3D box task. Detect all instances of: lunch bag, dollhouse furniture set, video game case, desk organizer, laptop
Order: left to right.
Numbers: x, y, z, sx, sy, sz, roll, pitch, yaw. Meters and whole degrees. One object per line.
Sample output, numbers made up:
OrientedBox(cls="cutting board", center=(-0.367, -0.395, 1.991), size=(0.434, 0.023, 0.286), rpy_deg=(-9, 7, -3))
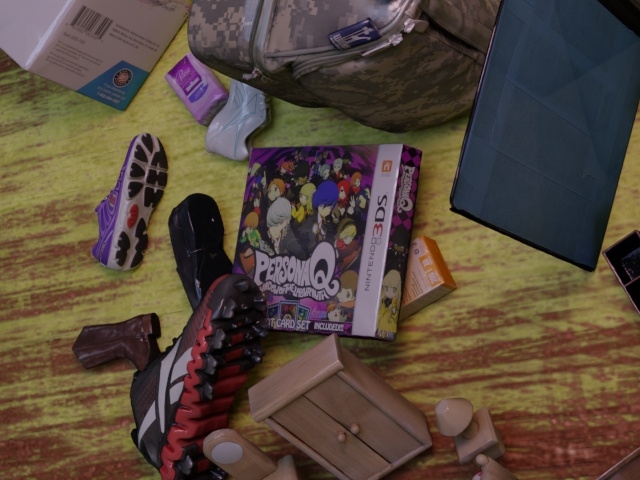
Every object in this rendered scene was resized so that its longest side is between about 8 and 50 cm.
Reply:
OrientedBox(cls="video game case", center=(0.000, 0.000, 1.740), size=(0.232, 0.042, 0.210), rpy_deg=(2, 80, 43))
OrientedBox(cls="dollhouse furniture set", center=(0.028, 0.290, 1.538), size=(0.303, 0.174, 0.355), rpy_deg=(-35, 36, 20))
OrientedBox(cls="lunch bag", center=(0.047, -0.235, 1.639), size=(0.256, 0.305, 0.212), rpy_deg=(12, 87, 31))
OrientedBox(cls="desk organizer", center=(0.335, 0.056, 1.574), size=(0.047, 0.050, 0.130), rpy_deg=(-36, 66, 18))
OrientedBox(cls="laptop", center=(0.332, -0.178, 1.430), size=(0.408, 0.382, 0.236), rpy_deg=(-24, 71, 22))

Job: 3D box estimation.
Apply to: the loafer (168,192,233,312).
OrientedBox(cls="loafer", center=(-0.138, 0.033, 1.838), size=(0.061, 0.062, 0.170), rpy_deg=(-26, 67, 47))

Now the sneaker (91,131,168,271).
OrientedBox(cls="sneaker", center=(-0.238, -0.050, 1.897), size=(0.071, 0.068, 0.170), rpy_deg=(17, 90, 35))

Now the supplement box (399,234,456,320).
OrientedBox(cls="supplement box", center=(0.089, 0.046, 1.717), size=(0.098, 0.036, 0.062), rpy_deg=(-32, 66, 20))

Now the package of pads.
OrientedBox(cls="package of pads", center=(-0.144, -0.181, 1.888), size=(0.050, 0.032, 0.083), rpy_deg=(-43, 64, 12))

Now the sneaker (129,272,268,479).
OrientedBox(cls="sneaker", center=(-0.145, 0.148, 1.763), size=(0.135, 0.098, 0.276), rpy_deg=(33, 117, 35))

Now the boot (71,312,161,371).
OrientedBox(cls="boot", center=(-0.242, 0.143, 1.877), size=(0.114, 0.037, 0.106), rpy_deg=(-13, 61, 23))

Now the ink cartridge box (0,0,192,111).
OrientedBox(cls="ink cartridge box", center=(-0.272, -0.336, 1.892), size=(0.197, 0.198, 0.270), rpy_deg=(41, 100, 29))

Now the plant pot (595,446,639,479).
OrientedBox(cls="plant pot", center=(0.316, 0.293, 1.486), size=(0.167, 0.167, 0.165), rpy_deg=(-42, 72, 16))

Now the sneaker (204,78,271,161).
OrientedBox(cls="sneaker", center=(-0.079, -0.163, 1.844), size=(0.061, 0.054, 0.152), rpy_deg=(24, 99, 21))
